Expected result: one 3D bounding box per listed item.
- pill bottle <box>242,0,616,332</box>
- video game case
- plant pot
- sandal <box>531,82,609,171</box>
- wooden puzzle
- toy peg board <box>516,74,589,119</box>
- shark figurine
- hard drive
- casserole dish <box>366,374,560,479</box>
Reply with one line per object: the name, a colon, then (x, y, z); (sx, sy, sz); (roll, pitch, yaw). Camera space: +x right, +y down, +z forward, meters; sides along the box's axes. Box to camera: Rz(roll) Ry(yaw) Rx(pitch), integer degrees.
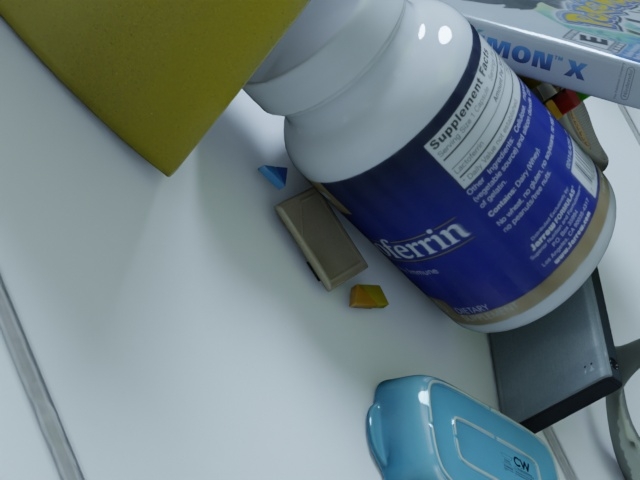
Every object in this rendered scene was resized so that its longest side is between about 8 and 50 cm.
pill bottle: (0.071, -0.069, 1.103); (0.264, 0.153, 0.153); (43, 32, -28)
video game case: (0.152, -0.195, 1.282); (0.300, 0.036, 0.329); (18, 24, 16)
plant pot: (-0.099, -0.208, 0.976); (0.187, 0.212, 0.212); (31, 36, -16)
sandal: (0.224, -0.164, 1.530); (0.090, 0.060, 0.219); (5, 57, -54)
wooden puzzle: (0.000, 0.000, 1.090); (0.116, 0.014, 0.078); (61, 25, 8)
toy peg board: (0.162, -0.151, 1.409); (0.161, 0.079, 0.160); (55, 29, -1)
shark figurine: (0.295, 0.193, 1.278); (0.278, 0.166, 0.116); (38, 4, 3)
hard drive: (0.167, 0.068, 1.182); (0.022, 0.094, 0.135); (34, 36, -34)
casserole dish: (0.106, 0.152, 1.069); (0.188, 0.037, 0.114); (33, 37, -37)
